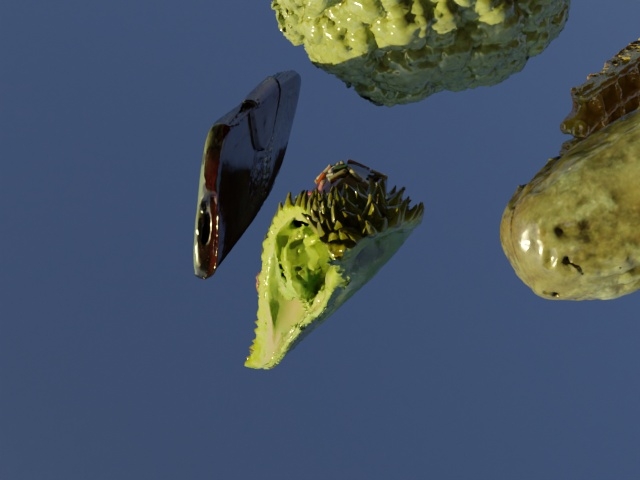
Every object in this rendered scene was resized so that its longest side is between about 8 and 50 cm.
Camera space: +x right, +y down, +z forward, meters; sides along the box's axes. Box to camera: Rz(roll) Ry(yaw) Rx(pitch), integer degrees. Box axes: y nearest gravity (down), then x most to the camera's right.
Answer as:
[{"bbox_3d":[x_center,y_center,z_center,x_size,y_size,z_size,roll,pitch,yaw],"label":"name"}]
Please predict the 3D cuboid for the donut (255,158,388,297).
[{"bbox_3d":[0.000,0.000,1.560,0.103,0.269,0.270,35,-115,-7],"label":"donut"}]

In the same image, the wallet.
[{"bbox_3d":[-0.065,-0.073,0.980,0.031,0.137,0.255,14,-156,6],"label":"wallet"}]

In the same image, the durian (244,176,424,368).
[{"bbox_3d":[0.015,0.034,1.252,0.157,0.355,0.169,15,-119,-11],"label":"durian"}]

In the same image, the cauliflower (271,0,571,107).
[{"bbox_3d":[0.082,-0.259,0.986,0.272,0.275,0.250,-16,-130,-1],"label":"cauliflower"}]

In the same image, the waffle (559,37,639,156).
[{"bbox_3d":[0.397,-0.153,1.441,0.211,0.055,0.160,-36,-61,-26],"label":"waffle"}]

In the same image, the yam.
[{"bbox_3d":[0.270,-0.055,0.676,0.330,0.133,0.133,-23,-108,5],"label":"yam"}]
